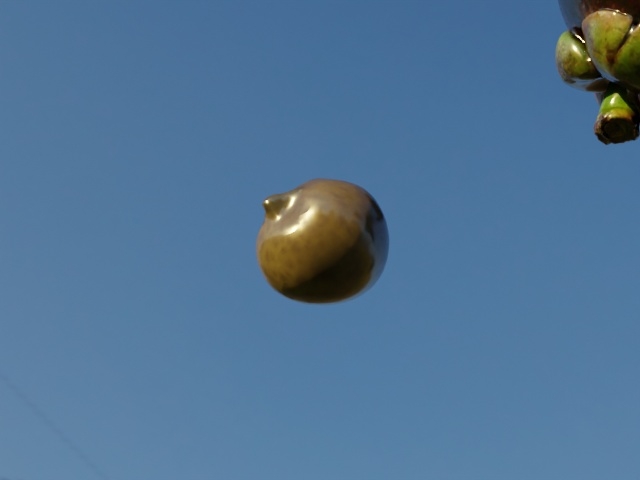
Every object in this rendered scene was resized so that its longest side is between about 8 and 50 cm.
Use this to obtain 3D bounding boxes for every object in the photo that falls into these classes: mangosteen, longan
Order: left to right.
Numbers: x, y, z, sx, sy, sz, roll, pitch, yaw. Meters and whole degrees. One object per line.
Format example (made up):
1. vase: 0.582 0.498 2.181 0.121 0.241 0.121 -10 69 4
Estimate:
1. longan: 0.000 0.000 1.178 0.113 0.113 0.092 26 5 -10
2. mangosteen: 0.403 -0.257 1.613 0.300 0.300 0.300 12 -36 9
